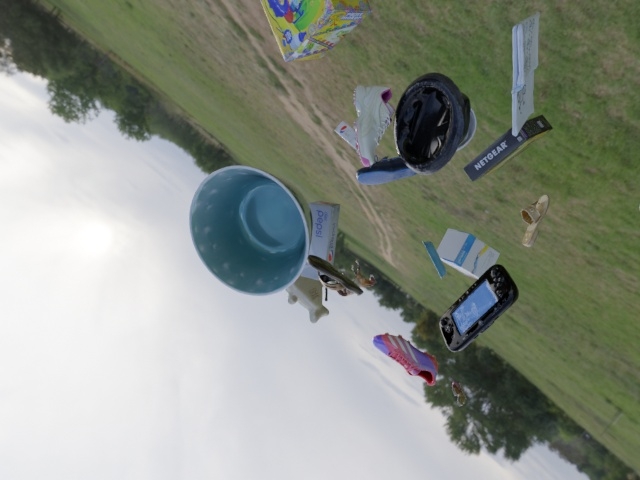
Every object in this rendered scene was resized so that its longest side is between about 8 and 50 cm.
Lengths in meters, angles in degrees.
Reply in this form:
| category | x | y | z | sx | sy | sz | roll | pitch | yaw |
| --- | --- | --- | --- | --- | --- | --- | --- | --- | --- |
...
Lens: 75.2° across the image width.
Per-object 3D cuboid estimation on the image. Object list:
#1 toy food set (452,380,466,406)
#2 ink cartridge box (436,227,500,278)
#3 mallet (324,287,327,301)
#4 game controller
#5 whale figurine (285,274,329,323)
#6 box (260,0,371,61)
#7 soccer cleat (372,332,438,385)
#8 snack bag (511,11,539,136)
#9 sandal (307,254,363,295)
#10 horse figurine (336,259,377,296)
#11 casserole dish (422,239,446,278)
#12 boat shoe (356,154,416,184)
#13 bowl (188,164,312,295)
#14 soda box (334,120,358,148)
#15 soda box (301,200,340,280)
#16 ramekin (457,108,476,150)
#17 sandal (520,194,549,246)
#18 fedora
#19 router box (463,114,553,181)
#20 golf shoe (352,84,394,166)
| category | x | y | z | sx | sy | sz | roll | pitch | yaw |
| --- | --- | --- | --- | --- | --- | --- | --- | --- | --- |
| toy food set | 0.460 | 0.513 | 1.397 | 0.122 | 0.019 | 0.078 | 24 | -135 | -58 |
| ink cartridge box | 0.737 | 0.073 | 2.093 | 0.232 | 0.168 | 0.171 | 28 | 179 | -21 |
| mallet | 0.026 | 0.215 | 2.015 | 0.190 | 0.039 | 0.062 | -87 | -13 | -60 |
| game controller | 0.516 | 0.227 | 1.374 | 0.067 | 0.319 | 0.166 | 28 | -151 | -11 |
| whale figurine | -0.066 | 0.232 | 1.853 | 0.141 | 0.216 | 0.272 | -23 | 94 | 56 |
| box | -0.033 | -0.788 | 1.338 | 0.279 | 0.177 | 0.290 | -21 | 93 | 51 |
| soccer cleat | 0.272 | 0.374 | 1.320 | 0.248 | 0.083 | 0.095 | 29 | -138 | -16 |
| snack bag | 0.677 | -0.544 | 1.366 | 0.037 | 0.323 | 0.343 | 7 | 122 | 33 |
| sandal | 0.038 | 0.116 | 1.219 | 0.219 | 0.060 | 0.090 | 36 | -173 | -37 |
| horse figurine | 0.182 | 0.236 | 2.346 | 0.066 | 0.263 | 0.174 | -1 | 120 | 60 |
| casserole dish | 0.496 | 0.076 | 1.795 | 0.188 | 0.037 | 0.114 | 63 | -168 | 3 |
| boat shoe | 0.256 | -0.279 | 1.616 | 0.109 | 0.258 | 0.089 | 111 | 147 | -63 |
| bowl | -0.143 | -0.040 | 1.015 | 0.311 | 0.311 | 0.163 | 39 | -153 | 4 |
| soda box | 0.155 | -0.550 | 2.178 | 0.074 | 0.069 | 0.216 | 34 | -166 | -36 |
| soda box | 0.000 | 0.000 | 1.553 | 0.098 | 0.286 | 0.091 | 12 | -164 | 21 |
| ramekin | 0.513 | -0.448 | 1.662 | 0.207 | 0.207 | 0.109 | 39 | -167 | 14 |
| sandal | 0.848 | -0.097 | 1.681 | 0.079 | 0.240 | 0.088 | 24 | 167 | -1 |
| fedora | 0.393 | -0.389 | 1.392 | 0.152 | 0.334 | 0.334 | -15 | -145 | -29 |
| router box | 0.811 | -0.399 | 1.814 | 0.081 | 0.243 | 0.309 | 58 | 146 | 11 |
| golf shoe | 0.187 | -0.406 | 1.438 | 0.140 | 0.306 | 0.115 | -3 | 168 | 15 |
